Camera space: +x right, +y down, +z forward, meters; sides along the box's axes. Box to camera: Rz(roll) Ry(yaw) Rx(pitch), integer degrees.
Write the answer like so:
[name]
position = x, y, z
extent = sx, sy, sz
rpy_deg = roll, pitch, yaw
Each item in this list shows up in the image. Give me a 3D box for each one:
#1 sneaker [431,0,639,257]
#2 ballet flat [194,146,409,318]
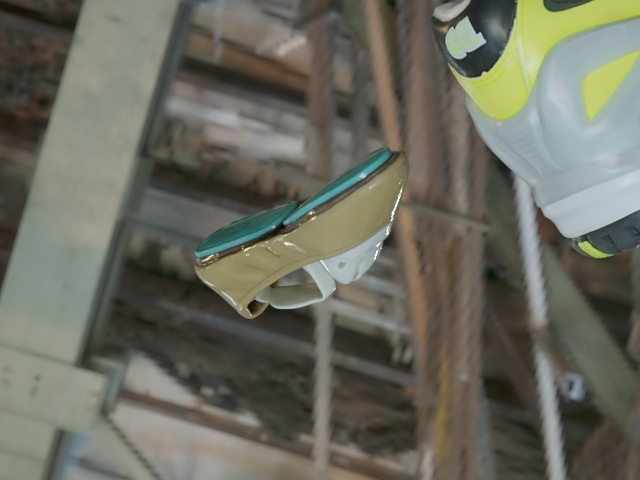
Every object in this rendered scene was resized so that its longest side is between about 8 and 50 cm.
[sneaker]
position = 0.190, -0.170, 0.876
extent = 0.147, 0.385, 0.145
rpy_deg = 45, 142, -16
[ballet flat]
position = 0.000, 0.000, 1.187
extent = 0.073, 0.080, 0.232
rpy_deg = 55, 146, -8
